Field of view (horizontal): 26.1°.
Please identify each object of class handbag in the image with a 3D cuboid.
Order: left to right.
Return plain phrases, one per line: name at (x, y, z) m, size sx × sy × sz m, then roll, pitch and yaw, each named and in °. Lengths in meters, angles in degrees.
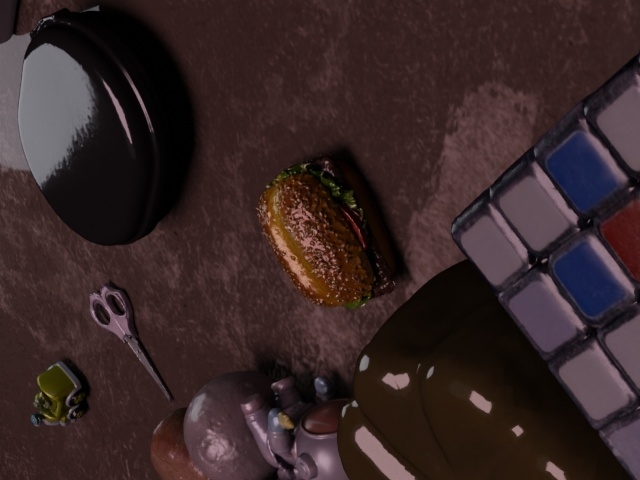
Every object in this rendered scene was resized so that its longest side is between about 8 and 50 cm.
handbag at (-0.265, -0.135, 1.652) m, size 0.254 × 0.093 × 0.308 m, roll 46°, pitch 143°, yaw 20°

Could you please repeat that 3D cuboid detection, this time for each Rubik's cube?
Rubik's cube at (0.315, -0.013, 0.870) m, size 0.287 × 0.292 × 0.293 m, roll 54°, pitch 146°, yaw 8°

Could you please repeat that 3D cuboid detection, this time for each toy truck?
toy truck at (-0.406, 0.244, 2.111) m, size 0.076 × 0.077 × 0.111 m, roll 42°, pitch 141°, yaw 23°

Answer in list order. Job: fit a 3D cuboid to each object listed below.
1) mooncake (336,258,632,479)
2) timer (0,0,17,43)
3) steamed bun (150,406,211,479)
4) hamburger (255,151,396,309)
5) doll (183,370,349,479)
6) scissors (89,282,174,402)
mooncake at (0.188, 0.209, 1.259) m, size 0.378 × 0.201 × 0.378 m, roll 31°, pitch 137°, yaw 35°
timer at (-0.504, -0.337, 1.707) m, size 0.194 × 0.195 × 0.192 m, roll 47°, pitch 143°, yaw 18°
steamed bun at (-0.134, 0.300, 1.806) m, size 0.145 × 0.106 × 0.175 m, roll 23°, pitch 145°, yaw 33°
hamburger at (0.000, 0.000, 1.431) m, size 0.137 × 0.087 × 0.166 m, roll -20°, pitch 99°, yaw 55°
doll at (-0.036, 0.229, 1.600) m, size 0.287 × 0.151 × 0.151 m, roll 1°, pitch 116°, yaw 47°
scissors at (-0.258, 0.145, 1.914) m, size 0.189 × 0.015 × 0.100 m, roll 58°, pitch 142°, yaw 0°
